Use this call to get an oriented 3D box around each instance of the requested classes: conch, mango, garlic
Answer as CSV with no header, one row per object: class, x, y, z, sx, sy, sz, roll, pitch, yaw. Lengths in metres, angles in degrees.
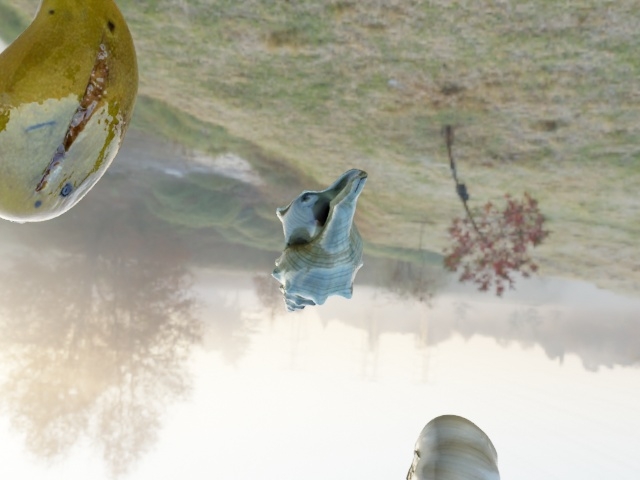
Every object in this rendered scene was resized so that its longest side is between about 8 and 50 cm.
conch,0.002,0.002,0.979,0.137,0.234,0.114,29,-162,35
mango,-0.303,-0.157,0.858,0.177,0.295,0.120,26,-178,-43
garlic,0.233,0.352,1.050,0.225,0.199,0.199,11,177,11
